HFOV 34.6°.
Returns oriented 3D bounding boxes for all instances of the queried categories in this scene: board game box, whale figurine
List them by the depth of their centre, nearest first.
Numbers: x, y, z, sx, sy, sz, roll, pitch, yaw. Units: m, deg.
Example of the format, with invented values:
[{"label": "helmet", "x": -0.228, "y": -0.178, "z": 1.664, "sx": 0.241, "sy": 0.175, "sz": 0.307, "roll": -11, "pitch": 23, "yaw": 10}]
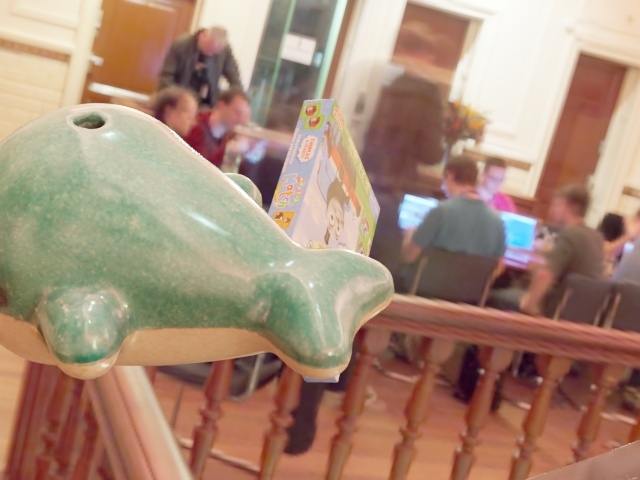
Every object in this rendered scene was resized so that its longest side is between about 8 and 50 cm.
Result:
[{"label": "whale figurine", "x": -0.094, "y": -0.002, "z": 0.633, "sx": 0.272, "sy": 0.141, "sz": 0.216, "roll": 14, "pitch": 33, "yaw": 22}, {"label": "board game box", "x": 0.000, "y": 0.000, "z": 0.952, "sx": 0.039, "sy": 0.211, "sz": 0.160, "roll": 0, "pitch": -39, "yaw": 22}]

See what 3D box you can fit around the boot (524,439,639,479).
[{"label": "boot", "x": 0.162, "y": 0.353, "z": 1.004, "sx": 0.445, "sy": 0.367, "sz": 0.146, "roll": -18, "pitch": 55, "yaw": -3}]
